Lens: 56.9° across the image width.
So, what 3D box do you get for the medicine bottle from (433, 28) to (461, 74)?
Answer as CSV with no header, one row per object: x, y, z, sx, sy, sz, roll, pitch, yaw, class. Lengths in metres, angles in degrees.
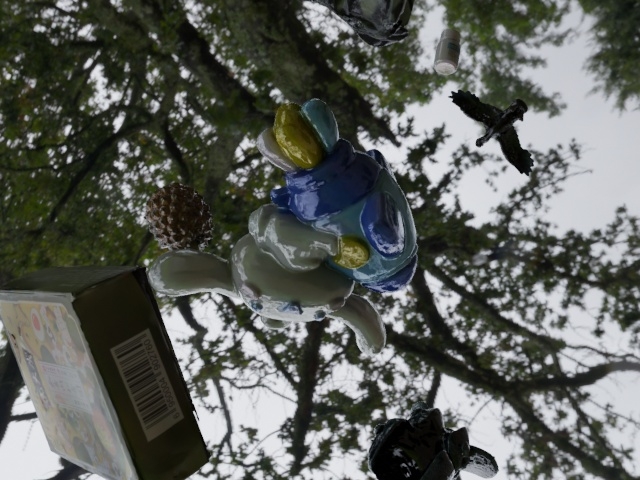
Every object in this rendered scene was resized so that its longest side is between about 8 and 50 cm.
0.277,-0.410,1.284,0.052,0.052,0.089,24,-112,-28,medicine bottle

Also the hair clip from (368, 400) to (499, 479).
0.191,0.426,1.073,0.194,0.310,0.206,29,-128,31,hair clip

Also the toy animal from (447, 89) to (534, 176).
0.333,-0.213,1.097,0.220,0.108,0.062,41,-141,-5,toy animal

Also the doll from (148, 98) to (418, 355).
0.003,0.006,0.816,0.376,0.365,0.187,7,-141,-37,doll

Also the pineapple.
-0.328,-0.036,1.409,0.166,0.166,0.193,-7,-126,-40,pineapple

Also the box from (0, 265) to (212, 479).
-0.416,0.238,1.087,0.138,0.420,0.372,-28,-73,-43,box

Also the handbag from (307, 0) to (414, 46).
-0.078,-0.358,0.502,0.416,0.316,0.180,14,-161,8,handbag
